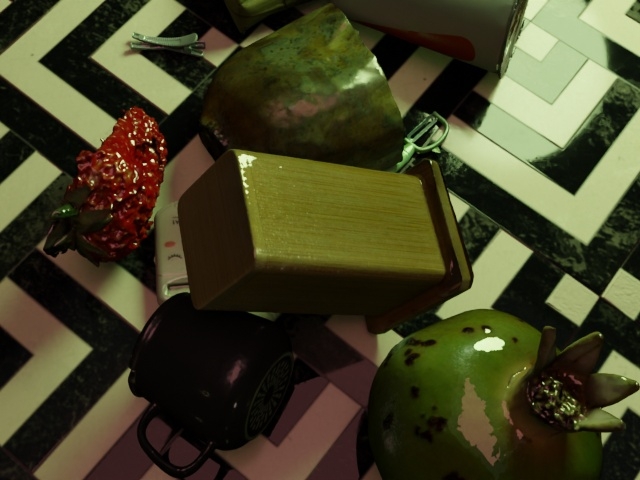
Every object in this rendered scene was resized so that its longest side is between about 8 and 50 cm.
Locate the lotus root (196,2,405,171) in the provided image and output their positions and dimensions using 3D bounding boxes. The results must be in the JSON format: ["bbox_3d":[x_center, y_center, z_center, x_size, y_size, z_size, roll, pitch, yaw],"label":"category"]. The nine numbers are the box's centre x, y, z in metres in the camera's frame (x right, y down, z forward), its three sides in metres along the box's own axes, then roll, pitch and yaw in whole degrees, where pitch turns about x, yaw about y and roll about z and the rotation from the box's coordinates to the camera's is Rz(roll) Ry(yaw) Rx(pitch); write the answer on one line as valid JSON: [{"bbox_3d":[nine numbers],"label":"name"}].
[{"bbox_3d":[-0.051,-0.201,1.236,0.260,0.149,0.267,-23,65,-9],"label":"lotus root"}]

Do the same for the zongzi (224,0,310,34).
[{"bbox_3d":[-0.083,-0.452,1.372,0.205,0.094,0.204,-24,61,-15],"label":"zongzi"}]

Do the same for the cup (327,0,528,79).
[{"bbox_3d":[0.167,-0.377,1.304,0.288,0.203,0.203,18,68,12],"label":"cup"}]

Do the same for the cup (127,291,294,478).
[{"bbox_3d":[-0.149,0.177,1.057,0.176,0.169,0.223,26,59,15],"label":"cup"}]

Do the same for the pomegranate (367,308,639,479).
[{"bbox_3d":[0.194,0.221,0.972,0.290,0.323,0.291,1,83,-8],"label":"pomegranate"}]

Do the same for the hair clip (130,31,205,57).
[{"bbox_3d":[-0.239,-0.311,1.333,0.115,0.039,0.030,4,62,3],"label":"hair clip"}]

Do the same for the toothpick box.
[{"bbox_3d":[0.000,0.000,1.055,0.308,0.190,0.187,6,63,-38],"label":"toothpick box"}]

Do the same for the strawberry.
[{"bbox_3d":[-0.264,-0.070,1.160,0.106,0.188,0.286,25,47,-3],"label":"strawberry"}]

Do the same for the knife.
[{"bbox_3d":[0.118,-0.111,1.271,0.212,0.015,0.054,-42,75,-17],"label":"knife"}]

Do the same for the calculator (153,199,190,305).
[{"bbox_3d":[-0.181,0.024,1.197,0.100,0.032,0.175,-5,68,-4],"label":"calculator"}]
